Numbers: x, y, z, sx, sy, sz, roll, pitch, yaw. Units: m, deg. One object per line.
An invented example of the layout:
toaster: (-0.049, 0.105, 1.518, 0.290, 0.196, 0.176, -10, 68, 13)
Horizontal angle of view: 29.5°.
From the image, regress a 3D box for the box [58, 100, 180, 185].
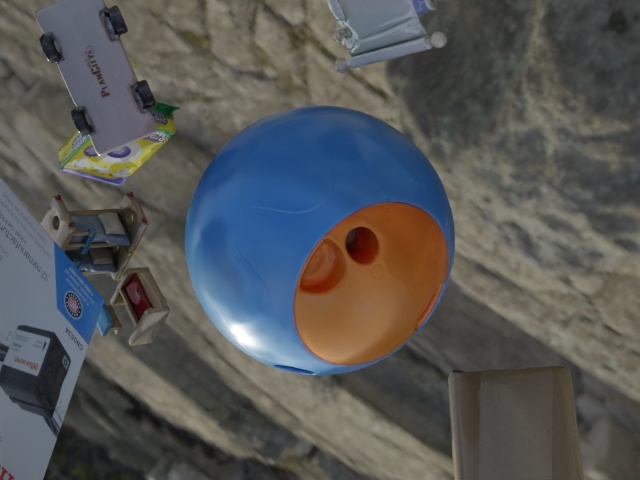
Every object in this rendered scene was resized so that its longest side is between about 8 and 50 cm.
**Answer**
box: (-0.285, -0.148, 1.735, 0.105, 0.043, 0.179, 14, 141, -37)

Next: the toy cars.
toy cars: (-0.356, -0.249, 1.424, 0.393, 0.176, 0.087, 26, -170, -17)

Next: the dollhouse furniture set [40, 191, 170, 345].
dollhouse furniture set: (-0.304, 0.041, 1.706, 0.184, 0.129, 0.129, 58, 134, 29)

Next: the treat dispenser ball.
treat dispenser ball: (0.000, 0.000, 1.300, 0.288, 0.288, 0.288, 29, 150, 19)

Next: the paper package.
paper package: (0.266, 0.350, 1.633, 0.168, 0.325, 0.309, -5, 162, 8)

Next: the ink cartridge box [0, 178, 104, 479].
ink cartridge box: (-0.371, 0.124, 1.270, 0.129, 0.307, 0.223, -9, 136, 23)

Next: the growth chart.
growth chart: (0.050, -0.284, 1.172, 0.172, 0.021, 0.237, 1, 110, 45)
